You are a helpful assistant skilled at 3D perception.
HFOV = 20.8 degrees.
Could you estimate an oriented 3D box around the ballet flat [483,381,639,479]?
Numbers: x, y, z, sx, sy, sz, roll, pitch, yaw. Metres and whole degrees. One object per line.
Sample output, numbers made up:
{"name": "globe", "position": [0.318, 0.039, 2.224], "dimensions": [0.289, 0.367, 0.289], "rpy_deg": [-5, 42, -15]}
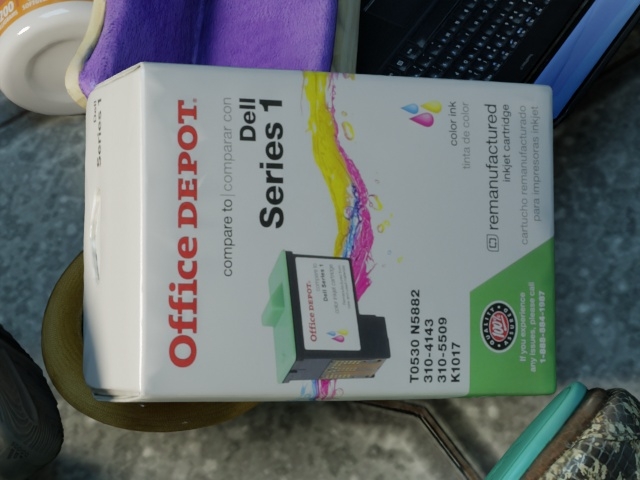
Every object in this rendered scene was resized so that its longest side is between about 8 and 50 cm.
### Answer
{"name": "ballet flat", "position": [0.057, 0.285, 1.006], "dimensions": [0.483, 0.164, 0.182], "rpy_deg": [-39, 83, -18]}

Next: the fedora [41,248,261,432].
{"name": "fedora", "position": [-0.093, 0.066, 1.208], "dimensions": [0.194, 0.079, 0.194], "rpy_deg": [-5, 56, 8]}

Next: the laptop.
{"name": "laptop", "position": [0.128, -0.179, 1.301], "dimensions": [0.264, 0.136, 0.234], "rpy_deg": [27, 64, 25]}

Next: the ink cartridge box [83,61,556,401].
{"name": "ink cartridge box", "position": [0.000, 0.000, 1.097], "dimensions": [0.278, 0.117, 0.201], "rpy_deg": [1, 86, -22]}

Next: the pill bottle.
{"name": "pill bottle", "position": [-0.214, -0.215, 1.392], "dimensions": [0.121, 0.121, 0.216], "rpy_deg": [-16, 55, -1]}

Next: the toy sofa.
{"name": "toy sofa", "position": [-0.058, -0.209, 1.304], "dimensions": [0.150, 0.177, 0.362], "rpy_deg": [-17, 50, 29]}

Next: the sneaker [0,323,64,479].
{"name": "sneaker", "position": [-0.367, 0.092, 1.154], "dimensions": [0.257, 0.169, 0.447], "rpy_deg": [-48, 50, -7]}
